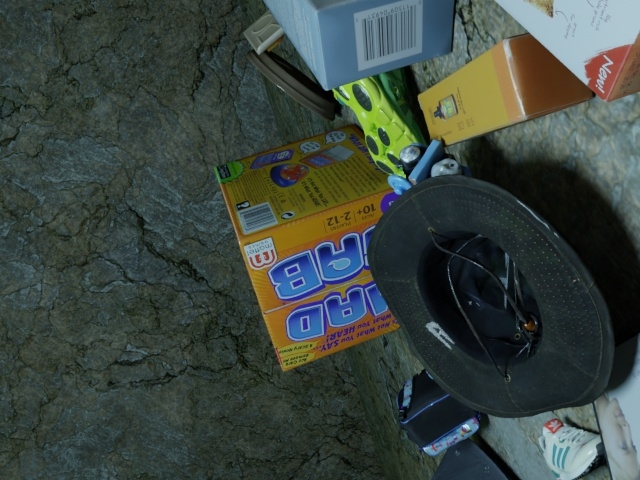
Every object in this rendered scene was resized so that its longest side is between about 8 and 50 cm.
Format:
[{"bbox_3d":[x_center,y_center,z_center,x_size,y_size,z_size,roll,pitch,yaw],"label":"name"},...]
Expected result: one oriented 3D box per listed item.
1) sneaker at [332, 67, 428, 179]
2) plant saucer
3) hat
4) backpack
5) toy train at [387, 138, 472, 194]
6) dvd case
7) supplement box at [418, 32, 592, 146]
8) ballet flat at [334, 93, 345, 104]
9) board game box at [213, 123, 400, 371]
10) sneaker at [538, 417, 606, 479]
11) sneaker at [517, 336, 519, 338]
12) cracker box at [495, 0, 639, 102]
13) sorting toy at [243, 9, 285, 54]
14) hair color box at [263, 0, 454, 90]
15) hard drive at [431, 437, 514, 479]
[{"bbox_3d":[0.115,-0.227,0.862,0.295,0.123,0.109,56,151,-14],"label":"sneaker"},{"bbox_3d":[-0.065,-0.409,1.344,0.278,0.041,0.278,34,-160,-14],"label":"plant saucer"},{"bbox_3d":[0.212,0.050,0.632,0.331,0.134,0.331,37,143,35],"label":"hat"},{"bbox_3d":[0.240,0.339,1.090,0.116,0.158,0.173,54,-174,-3],"label":"backpack"},{"bbox_3d":[0.165,-0.061,0.701,0.105,0.080,0.184,24,165,36],"label":"toy train"},{"bbox_3d":[0.313,0.214,0.473,0.180,0.022,0.252,88,-179,-62],"label":"dvd case"},{"bbox_3d":[0.188,-0.159,0.581,0.233,0.080,0.078,-166,59,-79],"label":"supplement box"},{"bbox_3d":[0.052,-0.372,1.063,0.231,0.077,0.077,87,179,-68],"label":"ballet flat"},{"bbox_3d":[0.000,0.000,1.191,0.356,0.357,0.356,-120,14,-55],"label":"board game box"},{"bbox_3d":[0.323,0.267,0.680,0.075,0.057,0.161,60,170,32],"label":"sneaker"},{"bbox_3d":[0.247,0.148,0.808,0.235,0.094,0.153,-118,12,-52],"label":"sneaker"},{"bbox_3d":[0.194,-0.239,0.392,0.155,0.067,0.232,82,167,-53],"label":"cracker box"},{"bbox_3d":[-0.095,-0.545,1.289,0.038,0.193,0.208,46,-170,-36],"label":"sorting toy"},{"bbox_3d":[0.026,-0.382,0.779,0.113,0.186,0.374,80,169,-47],"label":"hair color box"},{"bbox_3d":[0.309,0.508,1.019,0.171,0.054,0.255,-64,16,3],"label":"hard drive"}]
